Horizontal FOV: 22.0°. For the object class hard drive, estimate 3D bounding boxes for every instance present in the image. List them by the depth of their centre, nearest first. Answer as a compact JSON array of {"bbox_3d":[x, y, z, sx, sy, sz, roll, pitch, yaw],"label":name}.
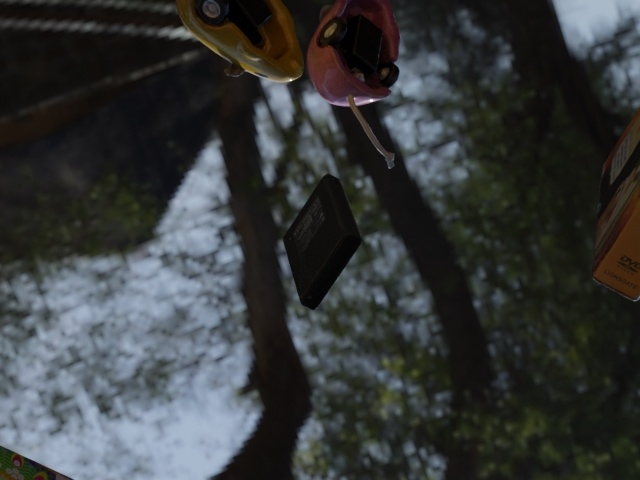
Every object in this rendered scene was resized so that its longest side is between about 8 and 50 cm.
[{"bbox_3d":[0.000,0.000,1.705,0.094,0.022,0.135,-56,-157,20],"label":"hard drive"}]

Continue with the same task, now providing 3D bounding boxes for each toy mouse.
[{"bbox_3d":[-0.010,-0.108,0.688,0.031,0.161,0.143,-26,-161,38],"label":"toy mouse"}]

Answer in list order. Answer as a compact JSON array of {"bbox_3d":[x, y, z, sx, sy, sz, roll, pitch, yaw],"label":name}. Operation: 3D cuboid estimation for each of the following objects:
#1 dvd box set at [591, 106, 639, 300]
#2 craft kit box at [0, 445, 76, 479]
[{"bbox_3d":[0.418,-0.174,1.734,0.420,0.062,0.307,-62,-178,29],"label":"dvd box set"},{"bbox_3d":[-0.313,0.256,1.323,0.061,0.246,0.250,-45,-149,31],"label":"craft kit box"}]
